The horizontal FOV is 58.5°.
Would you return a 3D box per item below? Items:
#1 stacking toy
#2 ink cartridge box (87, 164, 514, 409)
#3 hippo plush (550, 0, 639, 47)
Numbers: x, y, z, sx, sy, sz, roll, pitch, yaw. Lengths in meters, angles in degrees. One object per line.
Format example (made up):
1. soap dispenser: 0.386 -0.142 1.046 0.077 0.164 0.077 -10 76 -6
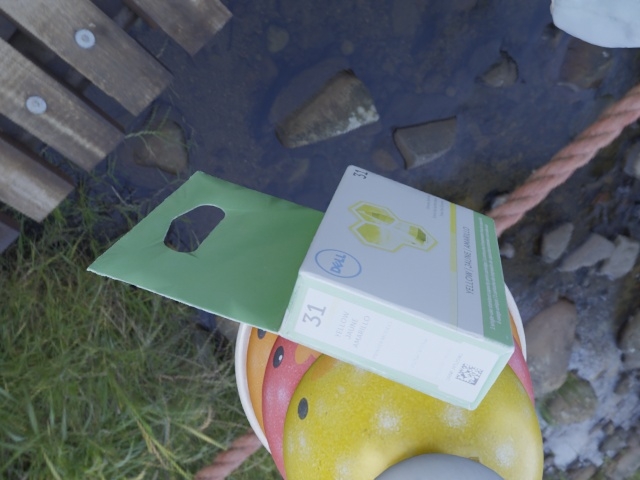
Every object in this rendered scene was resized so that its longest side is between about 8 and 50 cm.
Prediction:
1. stacking toy: 0.079 0.160 0.497 0.351 0.480 0.350 0 94 -2
2. ink cartridge box: 0.000 0.000 0.381 0.235 0.171 0.056 21 119 2
3. hippo plush: 0.343 -0.142 0.401 0.237 0.294 0.234 30 123 -34
